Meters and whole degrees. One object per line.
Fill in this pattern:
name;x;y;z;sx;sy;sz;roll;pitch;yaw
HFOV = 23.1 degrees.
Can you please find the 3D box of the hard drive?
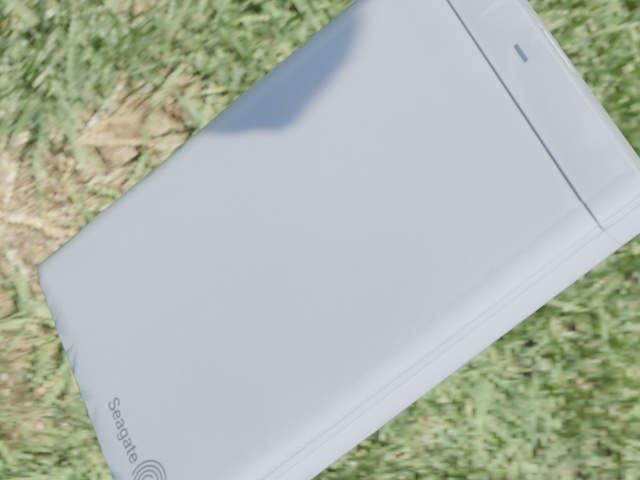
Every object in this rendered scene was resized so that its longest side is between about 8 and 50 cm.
hard drive;0.000;0.000;0.920;0.047;0.353;0.233;32;25;-51
